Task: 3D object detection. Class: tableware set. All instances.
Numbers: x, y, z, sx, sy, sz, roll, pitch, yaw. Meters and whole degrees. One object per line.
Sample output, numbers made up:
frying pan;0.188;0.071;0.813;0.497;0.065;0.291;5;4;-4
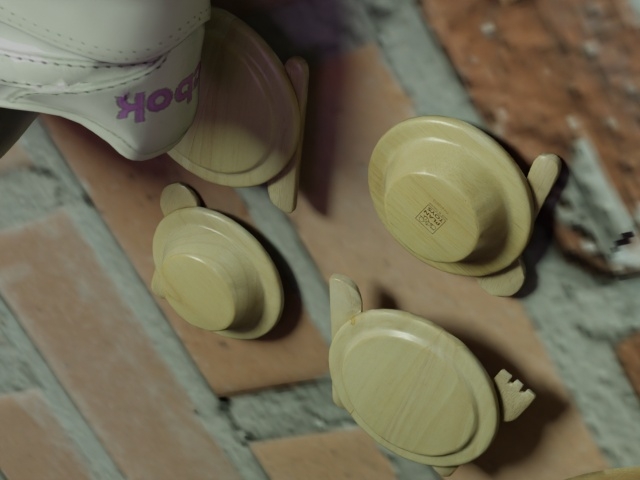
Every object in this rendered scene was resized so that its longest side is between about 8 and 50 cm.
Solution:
tableware set;0.000;0.000;0.469;0.169;0.020;0.141;27;133;17

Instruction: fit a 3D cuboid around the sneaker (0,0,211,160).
sneaker;-0.168;-0.092;0.445;0.305;0.114;0.152;12;128;28

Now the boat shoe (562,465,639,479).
boat shoe;0.129;0.096;0.416;0.207;0.073;0.073;-31;97;44
